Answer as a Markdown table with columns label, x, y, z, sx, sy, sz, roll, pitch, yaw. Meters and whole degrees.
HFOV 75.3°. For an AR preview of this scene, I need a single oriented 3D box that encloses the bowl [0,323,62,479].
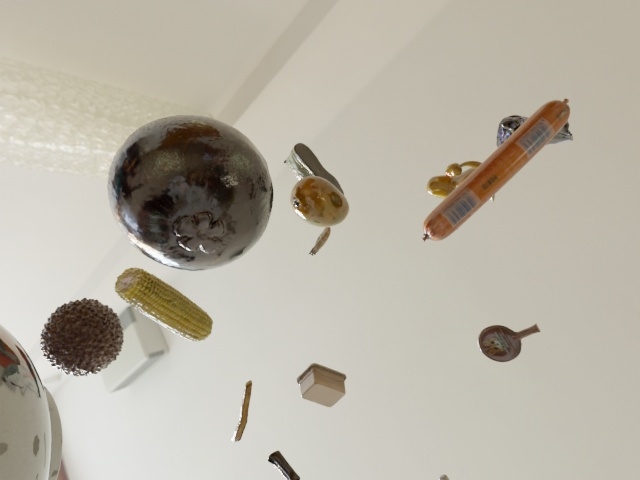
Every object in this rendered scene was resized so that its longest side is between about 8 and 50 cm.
| label | x | y | z | sx | sy | sz | roll | pitch | yaw |
| --- | --- | --- | --- | --- | --- | --- | --- | --- | --- |
| bowl | -0.329 | 0.188 | 0.335 | 0.345 | 0.157 | 0.346 | -6 | -106 | 21 |

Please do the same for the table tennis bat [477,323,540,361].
| label | x | y | z | sx | sy | sz | roll | pitch | yaw |
| --- | --- | --- | --- | --- | --- | --- | --- | --- | --- |
| table tennis bat | 0.532 | 0.255 | 1.157 | 0.170 | 0.119 | 0.108 | -37 | -95 | 34 |

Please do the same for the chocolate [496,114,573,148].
| label | x | y | z | sx | sy | sz | roll | pitch | yaw |
| --- | --- | --- | --- | --- | --- | --- | --- | --- | --- |
| chocolate | 0.562 | -0.287 | 1.122 | 0.148 | 0.343 | 0.126 | 28 | -74 | 4 |

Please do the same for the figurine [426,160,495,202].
| label | x | y | z | sx | sy | sz | roll | pitch | yaw |
| --- | --- | --- | --- | --- | --- | --- | --- | --- | --- |
| figurine | 0.342 | -0.149 | 1.031 | 0.176 | 0.122 | 0.122 | -7 | -123 | 41 |

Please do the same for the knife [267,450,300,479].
| label | x | y | z | sx | sy | sz | roll | pitch | yaw |
| --- | --- | --- | --- | --- | --- | --- | --- | --- | --- |
| knife | -0.048 | 0.531 | 0.868 | 0.230 | 0.060 | 0.028 | 24 | -65 | 45 |

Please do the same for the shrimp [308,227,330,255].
| label | x | y | z | sx | sy | sz | roll | pitch | yaw |
| --- | --- | --- | --- | --- | --- | --- | --- | --- | --- |
| shrimp | 0.000 | 0.000 | 1.256 | 0.108 | 0.023 | 0.059 | -52 | -160 | 25 |

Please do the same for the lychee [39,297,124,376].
| label | x | y | z | sx | sy | sz | roll | pitch | yaw |
| --- | --- | --- | --- | --- | --- | --- | --- | --- | --- |
| lychee | -0.563 | 0.229 | 0.977 | 0.188 | 0.188 | 0.188 | 1 | -89 | 34 |

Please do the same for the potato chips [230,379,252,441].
| label | x | y | z | sx | sy | sz | roll | pitch | yaw |
| --- | --- | --- | --- | --- | --- | --- | --- | --- | --- |
| potato chips | -0.227 | 0.505 | 1.211 | 0.037 | 0.026 | 0.204 | 33 | -68 | 55 |

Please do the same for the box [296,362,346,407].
| label | x | y | z | sx | sy | sz | roll | pitch | yaw |
| --- | --- | --- | --- | --- | --- | --- | --- | --- | --- |
| box | 0.005 | 0.388 | 1.103 | 0.089 | 0.122 | 0.062 | -50 | -154 | 24 |

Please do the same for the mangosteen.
| label | x | y | z | sx | sy | sz | roll | pitch | yaw |
| --- | --- | --- | --- | --- | --- | --- | --- | --- | --- |
| mangosteen | -0.222 | -0.087 | 0.734 | 0.287 | 0.288 | 0.288 | 1 | -89 | 34 |

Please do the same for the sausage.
| label | x | y | z | sx | sy | sz | roll | pitch | yaw |
| --- | --- | --- | --- | --- | --- | --- | --- | --- | --- |
| sausage | 0.297 | -0.118 | 0.699 | 0.348 | 0.053 | 0.053 | -44 | -115 | -2 |

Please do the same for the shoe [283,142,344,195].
| label | x | y | z | sx | sy | sz | roll | pitch | yaw |
| --- | --- | --- | --- | --- | --- | --- | --- | --- | --- |
| shoe | -0.019 | -0.218 | 1.488 | 0.275 | 0.103 | 0.098 | 50 | -49 | -8 |

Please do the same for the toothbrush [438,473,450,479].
| label | x | y | z | sx | sy | sz | roll | pitch | yaw |
| --- | --- | --- | --- | --- | --- | --- | --- | --- | --- |
| toothbrush | 0.267 | 0.494 | 0.647 | 0.018 | 0.024 | 0.257 | -42 | -115 | 21 |

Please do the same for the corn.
| label | x | y | z | sx | sy | sz | roll | pitch | yaw |
| --- | --- | --- | --- | --- | --- | --- | --- | --- | --- |
| corn | -0.335 | 0.147 | 0.919 | 0.081 | 0.248 | 0.081 | -20 | -136 | 21 |

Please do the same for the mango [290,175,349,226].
| label | x | y | z | sx | sy | sz | roll | pitch | yaw |
| --- | --- | --- | --- | --- | --- | --- | --- | --- | --- |
| mango | 0.003 | -0.083 | 0.957 | 0.089 | 0.163 | 0.111 | -4 | -120 | 50 |
